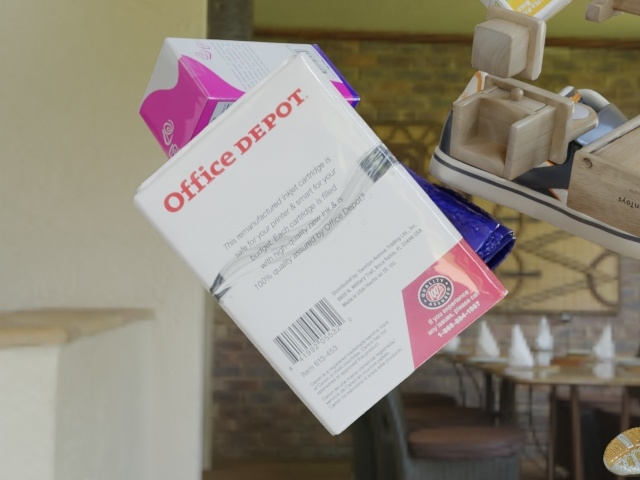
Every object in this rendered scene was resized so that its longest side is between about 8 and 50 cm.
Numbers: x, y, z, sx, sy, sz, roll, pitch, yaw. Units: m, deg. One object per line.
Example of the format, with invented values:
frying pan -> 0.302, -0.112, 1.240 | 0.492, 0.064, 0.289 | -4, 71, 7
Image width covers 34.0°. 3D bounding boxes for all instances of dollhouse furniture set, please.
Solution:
dollhouse furniture set -> 0.262, -0.193, 0.694 | 0.303, 0.356, 0.174 | 27, 39, 36

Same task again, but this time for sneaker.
sneaker -> 0.211, 0.136, 0.663 | 0.083, 0.037, 0.032 | -14, 49, -28
sneaker -> 0.269, -0.071, 1.011 | 0.321, 0.127, 0.126 | 22, 20, 15

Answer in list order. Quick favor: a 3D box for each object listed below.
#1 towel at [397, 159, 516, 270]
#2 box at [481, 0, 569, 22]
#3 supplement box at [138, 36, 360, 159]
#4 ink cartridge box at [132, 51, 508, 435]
towel -> 0.016, -0.018, 1.085 | 0.308, 0.227, 0.076 | 36, -24, 30
box -> 0.240, -0.372, 1.357 | 0.114, 0.203, 0.103 | -38, -3, 5
supplement box -> -0.084, -0.160, 1.232 | 0.220, 0.111, 0.114 | -4, -43, -40
ink cartridge box -> 0.000, 0.000, 0.812 | 0.172, 0.237, 0.100 | -40, 1, 6
